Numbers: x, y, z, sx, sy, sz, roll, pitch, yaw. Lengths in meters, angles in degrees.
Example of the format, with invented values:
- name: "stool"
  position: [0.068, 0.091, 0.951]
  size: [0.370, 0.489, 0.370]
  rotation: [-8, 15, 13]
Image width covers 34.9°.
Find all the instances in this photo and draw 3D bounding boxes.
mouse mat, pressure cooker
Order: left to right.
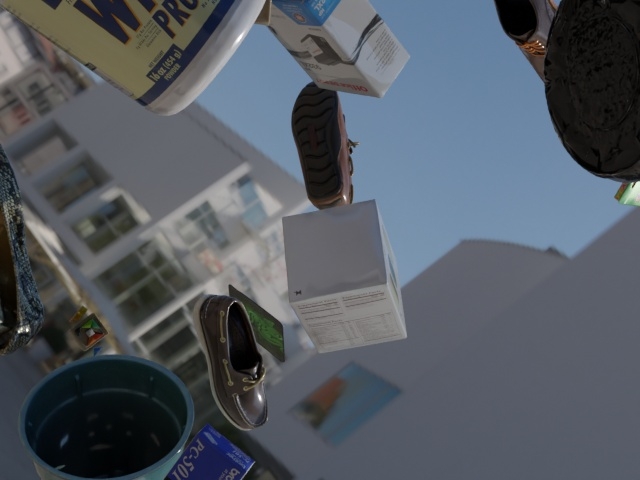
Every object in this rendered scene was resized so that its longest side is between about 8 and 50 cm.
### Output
- name: "mouse mat"
  position: [-0.153, 0.199, 2.440]
  size: [0.190, 0.007, 0.152]
  rotation: [33, -36, 30]
- name: "pressure cooker"
  position: [0.635, -0.282, 1.689]
  size: [0.375, 0.420, 0.369]
  rotation: [-129, -143, -55]

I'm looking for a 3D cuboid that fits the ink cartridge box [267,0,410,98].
- name: "ink cartridge box"
  position: [0.014, -0.456, 2.181]
  size: [0.223, 0.129, 0.307]
  rotation: [19, -19, 48]

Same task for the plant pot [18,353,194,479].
- name: "plant pot"
  position: [-0.438, 0.474, 2.114]
  size: [0.341, 0.341, 0.334]
  rotation: [42, -41, 37]

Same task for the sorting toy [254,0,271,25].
- name: "sorting toy"
  position: [-0.177, -0.511, 1.959]
  size: [0.196, 0.348, 0.047]
  rotation: [98, 0, -46]

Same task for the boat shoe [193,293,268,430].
- name: "boat shoe"
  position: [-0.176, 0.268, 2.200]
  size: [0.097, 0.117, 0.324]
  rotation: [-3, -71, 44]

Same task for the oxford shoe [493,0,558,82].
- name: "oxford shoe"
  position: [0.422, -0.412, 2.033]
  size: [0.130, 0.132, 0.363]
  rotation: [-7, -48, 40]

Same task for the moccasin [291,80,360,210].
- name: "moccasin"
  position: [0.019, -0.230, 2.494]
  size: [0.147, 0.139, 0.380]
  rotation: [52, 21, -57]

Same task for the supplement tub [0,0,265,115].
- name: "supplement tub"
  position: [-0.245, -0.324, 1.186]
  size: [0.325, 0.235, 0.235]
  rotation: [35, -9, -20]

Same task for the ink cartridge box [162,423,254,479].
- name: "ink cartridge box"
  position: [-0.200, 0.394, 1.586]
  size: [0.097, 0.207, 0.046]
  rotation: [37, 18, 5]

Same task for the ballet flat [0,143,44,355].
- name: "ballet flat"
  position: [-0.637, -0.006, 1.910]
  size: [0.182, 0.164, 0.482]
  rotation: [-85, 165, -73]

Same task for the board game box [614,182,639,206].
- name: "board game box"
  position: [0.702, -0.127, 2.113]
  size: [0.039, 0.259, 0.124]
  rotation: [42, -64, 35]

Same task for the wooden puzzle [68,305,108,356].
- name: "wooden puzzle"
  position: [-0.536, 0.212, 2.353]
  size: [0.116, 0.078, 0.014]
  rotation: [53, -10, -29]

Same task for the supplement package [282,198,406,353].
- name: "supplement package"
  position: [0.053, 0.079, 2.091]
  size: [0.262, 0.198, 0.199]
  rotation: [65, 16, -59]
